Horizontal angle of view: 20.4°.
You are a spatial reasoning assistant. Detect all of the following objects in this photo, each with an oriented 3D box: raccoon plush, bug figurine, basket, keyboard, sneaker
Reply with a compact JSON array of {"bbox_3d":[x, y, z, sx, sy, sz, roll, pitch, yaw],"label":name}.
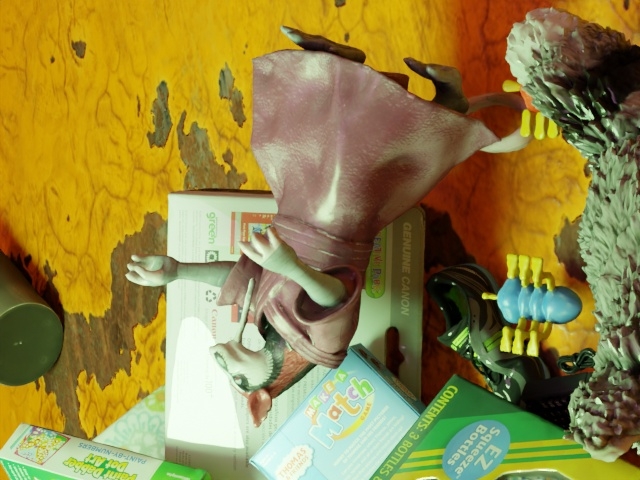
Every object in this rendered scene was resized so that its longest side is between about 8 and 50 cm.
[{"bbox_3d":[0.210,0.004,1.299,0.446,0.299,0.216,39,115,31],"label":"raccoon plush"},{"bbox_3d":[0.234,-0.032,1.531,0.216,0.072,0.279,12,99,46],"label":"bug figurine"},{"bbox_3d":[-0.476,0.106,2.551,0.227,0.154,0.204,29,117,49],"label":"basket"},{"bbox_3d":[0.242,0.136,1.521,0.108,0.023,0.180,51,147,-14],"label":"keyboard"},{"bbox_3d":[0.152,0.103,1.658,0.067,0.078,0.188,-56,49,40],"label":"sneaker"}]

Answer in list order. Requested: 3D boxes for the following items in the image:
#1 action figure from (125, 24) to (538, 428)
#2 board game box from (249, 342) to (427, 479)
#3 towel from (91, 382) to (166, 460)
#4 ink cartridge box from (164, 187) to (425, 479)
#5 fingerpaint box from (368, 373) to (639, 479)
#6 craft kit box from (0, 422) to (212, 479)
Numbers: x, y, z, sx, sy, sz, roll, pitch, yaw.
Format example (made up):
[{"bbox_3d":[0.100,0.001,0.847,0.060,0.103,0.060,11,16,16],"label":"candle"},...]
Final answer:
[{"bbox_3d":[0.000,0.000,1.663,0.248,0.276,0.370,21,98,58],"label":"action figure"},{"bbox_3d":[0.058,0.228,1.710,0.211,0.039,0.160,44,107,11],"label":"board game box"},{"bbox_3d":[-0.205,0.371,2.041,0.374,0.090,0.320,-38,53,6],"label":"towel"},{"bbox_3d":[-0.011,0.106,1.815,0.272,0.130,0.309,3,95,19],"label":"ink cartridge box"},{"bbox_3d":[0.118,0.368,1.425,0.445,0.163,0.371,-50,35,-10],"label":"fingerpaint box"},{"bbox_3d":[-0.187,0.312,1.855,0.247,0.061,0.250,7,136,31],"label":"craft kit box"}]
